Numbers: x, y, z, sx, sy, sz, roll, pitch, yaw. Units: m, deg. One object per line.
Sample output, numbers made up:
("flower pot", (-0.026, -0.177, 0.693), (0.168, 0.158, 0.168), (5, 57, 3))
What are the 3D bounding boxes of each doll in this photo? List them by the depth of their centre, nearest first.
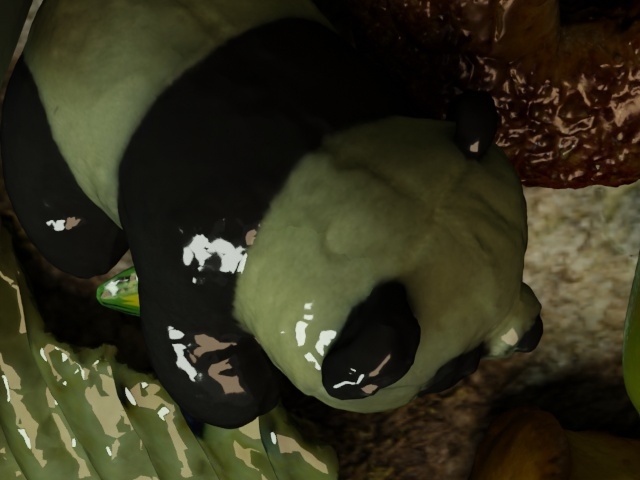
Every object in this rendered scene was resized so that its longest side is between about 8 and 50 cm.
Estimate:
("doll", (-0.023, -0.023, 0.471), (0.143, 0.234, 0.135), (-36, 153, -20))

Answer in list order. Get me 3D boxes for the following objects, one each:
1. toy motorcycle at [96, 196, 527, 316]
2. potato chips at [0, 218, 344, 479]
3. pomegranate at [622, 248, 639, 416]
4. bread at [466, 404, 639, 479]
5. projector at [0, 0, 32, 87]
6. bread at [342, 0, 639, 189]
("toy motorcycle", (0.000, 0.000, 0.574), (0.190, 0.106, 0.074), (2, 135, 3))
("potato chips", (-0.131, 0.165, 0.754), (0.373, 0.097, 0.389), (17, 140, 14))
("pomegranate", (0.201, 0.038, 0.516), (0.246, 0.198, 0.198), (-2, 141, -27))
("bread", (0.143, 0.228, 0.692), (0.146, 0.268, 0.268), (6, 136, -9))
("projector", (-0.236, -0.089, 0.453), (0.257, 0.192, 0.099), (-3, 139, 10))
("bread", (0.102, -0.094, 0.500), (0.193, 0.064, 0.193), (2, 133, 2))
